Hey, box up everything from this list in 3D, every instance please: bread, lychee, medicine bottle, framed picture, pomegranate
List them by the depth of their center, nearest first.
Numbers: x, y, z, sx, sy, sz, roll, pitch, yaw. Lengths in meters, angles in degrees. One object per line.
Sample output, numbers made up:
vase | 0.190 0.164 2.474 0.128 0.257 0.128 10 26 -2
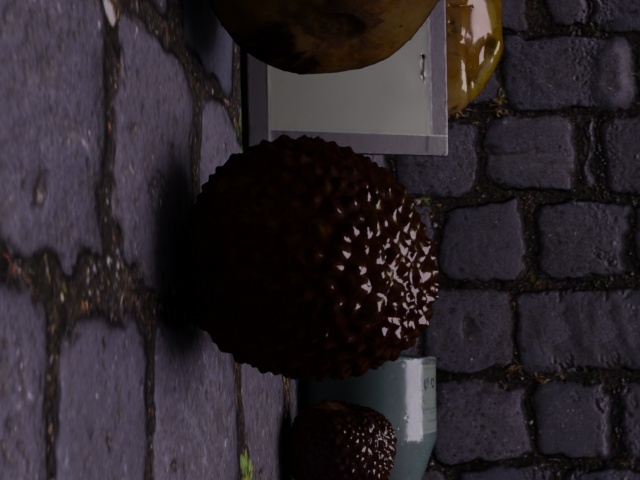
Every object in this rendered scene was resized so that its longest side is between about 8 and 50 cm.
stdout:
lychee | -0.011 0.020 1.200 0.304 0.275 0.276 43 -32 48
pomegranate | 0.005 -0.343 1.285 0.322 0.322 0.322 -1 90 -82
framed picture | 0.043 -0.255 1.622 0.016 0.347 0.265 -2 -90 61
lychee | 0.031 0.354 1.811 0.188 0.188 0.188 -1 90 -82
bread | 0.105 -0.361 1.823 0.250 0.394 0.361 -178 -95 -81
medicine bottle | 0.089 0.349 2.009 0.245 0.245 0.290 31 59 -80
